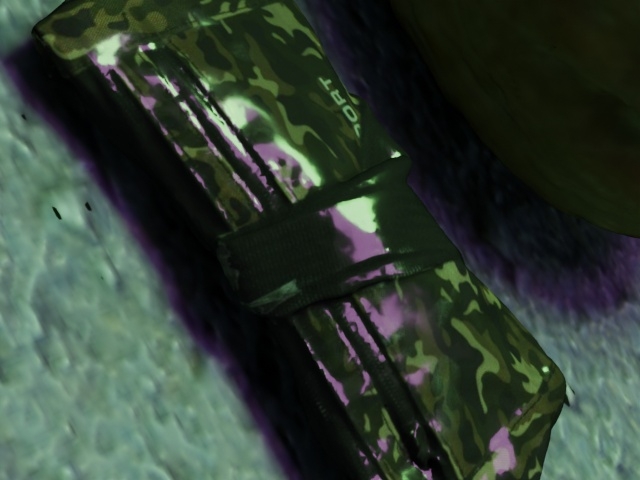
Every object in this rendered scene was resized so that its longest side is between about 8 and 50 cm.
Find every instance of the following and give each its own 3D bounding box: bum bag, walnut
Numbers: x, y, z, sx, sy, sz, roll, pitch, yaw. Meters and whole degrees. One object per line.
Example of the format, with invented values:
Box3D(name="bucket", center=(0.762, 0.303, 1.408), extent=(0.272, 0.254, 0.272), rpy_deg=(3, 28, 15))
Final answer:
Box3D(name="bum bag", center=(0.001, -0.001, 0.667), extent=(0.102, 0.069, 0.248), rpy_deg=(-36, 96, -20))
Box3D(name="walnut", center=(0.142, -0.133, 0.808), extent=(0.283, 0.227, 0.283), rpy_deg=(46, 29, -35))
